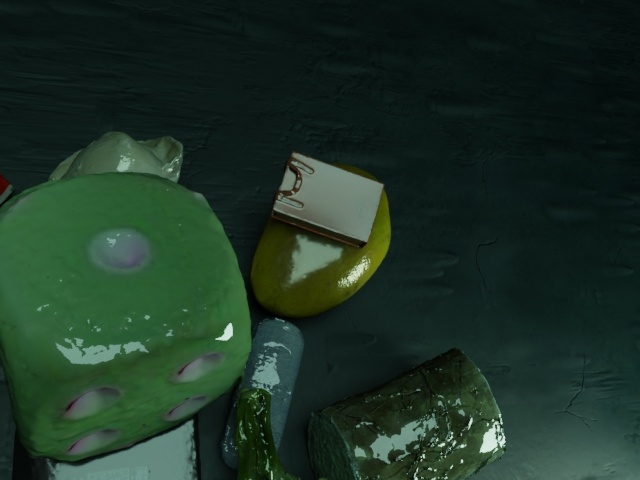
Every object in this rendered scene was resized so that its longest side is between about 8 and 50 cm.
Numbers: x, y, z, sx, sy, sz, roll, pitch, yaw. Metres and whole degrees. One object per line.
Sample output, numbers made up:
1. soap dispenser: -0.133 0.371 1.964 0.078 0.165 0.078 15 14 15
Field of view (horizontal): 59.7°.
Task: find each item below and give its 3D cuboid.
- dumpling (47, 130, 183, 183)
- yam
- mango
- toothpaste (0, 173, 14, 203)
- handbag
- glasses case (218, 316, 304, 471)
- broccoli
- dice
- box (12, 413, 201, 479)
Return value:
1. dumpling: -0.403 -0.132 1.057 0.243 0.175 0.227 -5 39 -37
2. yam: 0.157 0.347 1.014 0.348 0.241 0.241 -16 74 -23
3. mango: 0.000 0.000 1.125 0.253 0.182 0.365 40 60 -1
4. toothpaste: -0.686 -0.177 1.019 0.301 0.048 0.075 47 56 0
5. handbag: 0.011 -0.076 1.037 0.190 0.063 0.127 20 72 -5
6. glasses case: -0.106 0.280 1.030 0.109 0.067 0.282 21 65 -13
7. broccoli: -0.070 0.389 0.894 0.198 0.177 0.275 16 82 -1
8. dice: -0.310 0.112 0.842 0.322 0.330 0.318 -13 57 -30
9. box: -0.334 0.400 0.888 0.289 0.073 0.290 0 68 -21
